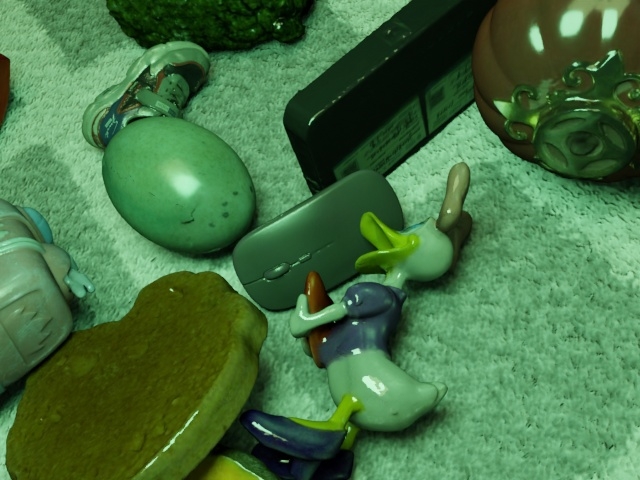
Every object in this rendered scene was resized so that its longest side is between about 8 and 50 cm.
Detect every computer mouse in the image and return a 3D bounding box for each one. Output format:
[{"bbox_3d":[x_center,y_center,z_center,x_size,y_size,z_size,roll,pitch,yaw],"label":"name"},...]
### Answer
[{"bbox_3d":[0.001,0.000,1.136,0.232,0.120,0.057,-29,19,-6],"label":"computer mouse"}]

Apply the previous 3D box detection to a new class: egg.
[{"bbox_3d":[-0.191,-0.075,1.194,0.236,0.169,0.169,31,70,31],"label":"egg"}]

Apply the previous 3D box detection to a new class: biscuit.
[{"bbox_3d":[-0.225,0.175,1.023,0.359,0.074,0.381,-46,27,-23],"label":"biscuit"}]

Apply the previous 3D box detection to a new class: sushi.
[{"bbox_3d":[-0.178,-0.456,1.428,0.351,0.178,0.294,3,57,20],"label":"sushi"}]

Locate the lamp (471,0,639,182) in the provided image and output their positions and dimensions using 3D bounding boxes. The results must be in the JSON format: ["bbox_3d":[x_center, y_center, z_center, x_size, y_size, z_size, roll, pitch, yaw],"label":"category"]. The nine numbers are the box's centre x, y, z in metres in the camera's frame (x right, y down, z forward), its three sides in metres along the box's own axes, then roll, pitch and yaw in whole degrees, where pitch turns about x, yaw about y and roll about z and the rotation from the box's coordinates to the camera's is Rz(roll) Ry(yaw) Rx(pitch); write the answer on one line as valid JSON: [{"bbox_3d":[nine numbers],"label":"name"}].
[{"bbox_3d":[0.333,-0.205,1.062,0.303,0.303,0.257,7,56,19],"label":"lamp"}]

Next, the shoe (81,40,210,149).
[{"bbox_3d":[-0.245,-0.202,1.327,0.227,0.099,0.125,-41,50,-7],"label":"shoe"}]

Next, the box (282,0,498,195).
[{"bbox_3d":[0.112,-0.202,1.171,0.350,0.211,0.058,-41,59,-13],"label":"box"}]

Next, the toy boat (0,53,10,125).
[{"bbox_3d":[-0.597,-0.178,1.377,0.133,0.145,0.332,12,65,14],"label":"toy boat"}]

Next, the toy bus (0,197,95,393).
[{"bbox_3d":[-0.441,0.058,1.156,0.231,0.197,0.294,-31,43,-18],"label":"toy bus"}]

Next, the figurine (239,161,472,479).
[{"bbox_3d":[0.066,0.101,1.029,0.193,0.154,0.421,13,64,16],"label":"figurine"}]

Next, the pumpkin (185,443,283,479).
[{"bbox_3d":[-0.100,0.349,0.943,0.131,0.126,0.248,18,83,15],"label":"pumpkin"}]
